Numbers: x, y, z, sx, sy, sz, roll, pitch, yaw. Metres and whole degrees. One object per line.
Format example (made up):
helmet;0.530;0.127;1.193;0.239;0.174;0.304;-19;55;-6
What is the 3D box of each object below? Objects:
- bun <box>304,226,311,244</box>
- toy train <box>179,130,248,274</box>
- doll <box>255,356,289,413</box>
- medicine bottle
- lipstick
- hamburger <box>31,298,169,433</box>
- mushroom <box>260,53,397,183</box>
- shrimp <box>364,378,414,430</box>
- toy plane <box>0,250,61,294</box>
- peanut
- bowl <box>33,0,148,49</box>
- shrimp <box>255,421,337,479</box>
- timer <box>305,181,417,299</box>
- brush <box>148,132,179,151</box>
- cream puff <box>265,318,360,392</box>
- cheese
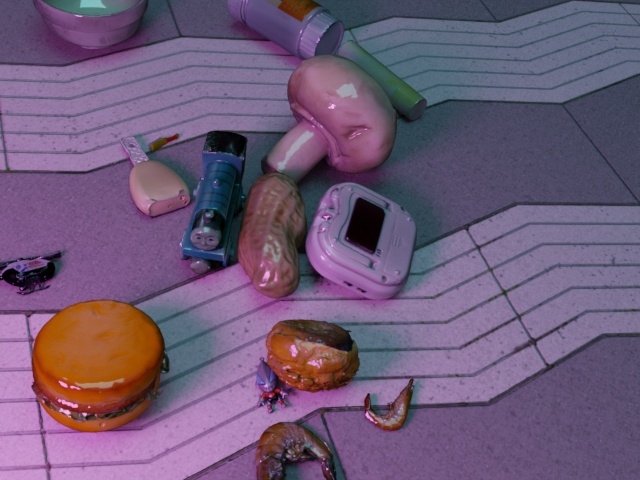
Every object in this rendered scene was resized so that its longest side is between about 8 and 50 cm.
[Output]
bun;0.000;0.000;1.688;0.083;0.045;0.083;18;45;-19
toy train;-0.228;-0.079;1.619;0.120;0.194;0.298;9;51;-4
doll;-0.102;0.276;1.450;0.057;0.039;0.114;-31;62;19
medicine bottle;-0.094;-0.627;2.116;0.318;0.158;0.158;36;54;18
lipstick;0.163;-0.446;2.067;0.076;0.076;0.304;-30;61;-29
hamburger;-0.394;0.232;1.350;0.246;0.170;0.246;9;38;-7
mushroom;0.003;-0.266;1.788;0.336;0.314;0.314;-43;67;-12
shrimp;0.139;0.312;1.470;0.091;0.025;0.127;30;55;16
toy plane;-0.622;0.069;1.525;0.197;0.053;0.078;-14;46;-21
peanut;-0.102;-0.009;1.623;0.153;0.140;0.325;15;50;-24
bowl;-0.617;-0.632;2.026;0.307;0.163;0.307;5;49;-6
shrimp;-0.042;0.421;1.336;0.150;0.051;0.217;8;46;-12
timer;0.097;-0.005;1.654;0.237;0.087;0.262;27;48;-10
brush;-0.384;-0.246;1.842;0.083;0.018;0.021;-33;53;-29
cream puff;-0.015;0.226;1.443;0.189;0.129;0.189;10;10;-2
cheese;-0.405;-0.160;1.748;0.127;0.054;0.251;-20;56;-28
